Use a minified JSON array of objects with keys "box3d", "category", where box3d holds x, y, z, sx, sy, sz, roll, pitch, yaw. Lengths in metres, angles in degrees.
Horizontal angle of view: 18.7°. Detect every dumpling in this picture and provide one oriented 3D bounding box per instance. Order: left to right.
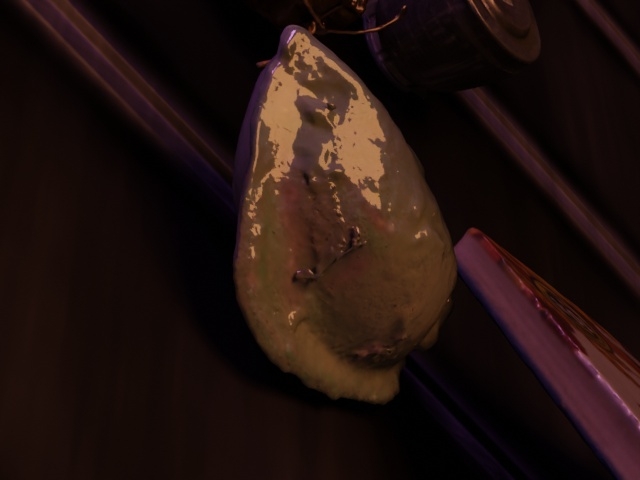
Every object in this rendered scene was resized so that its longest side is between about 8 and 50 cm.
[{"box3d":[0.011,-0.006,1.043,0.149,0.105,0.217,-90,159,-65],"category":"dumpling"}]

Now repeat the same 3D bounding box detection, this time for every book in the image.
[{"box3d":[0.244,0.179,1.040,0.300,0.039,0.428,39,10,-38],"category":"book"}]

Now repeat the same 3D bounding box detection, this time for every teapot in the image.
[{"box3d":[0.073,-0.163,1.344,0.149,0.108,0.111,47,29,-26],"category":"teapot"}]

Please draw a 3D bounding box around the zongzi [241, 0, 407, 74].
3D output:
[{"box3d":[-0.015,-0.238,1.293,0.248,0.111,0.241,63,20,4],"category":"zongzi"}]
